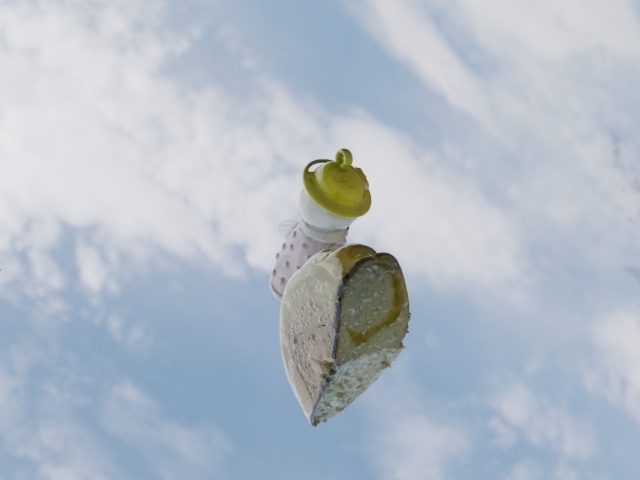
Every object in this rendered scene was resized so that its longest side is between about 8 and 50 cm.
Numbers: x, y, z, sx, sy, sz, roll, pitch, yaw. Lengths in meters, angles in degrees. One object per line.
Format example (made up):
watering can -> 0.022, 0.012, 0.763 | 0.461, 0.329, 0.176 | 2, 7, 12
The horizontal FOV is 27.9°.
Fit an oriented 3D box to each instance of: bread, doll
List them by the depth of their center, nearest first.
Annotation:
bread -> 0.010, 0.067, 0.998 | 0.094, 0.157, 0.083 | 22, -149, 39
doll -> 0.000, 0.000, 1.285 | 0.081, 0.207, 0.129 | -8, -143, -34

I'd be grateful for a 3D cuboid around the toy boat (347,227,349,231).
toy boat -> -0.006, 0.007, 1.549 | 0.047, 0.049, 0.149 | 41, -120, -8
